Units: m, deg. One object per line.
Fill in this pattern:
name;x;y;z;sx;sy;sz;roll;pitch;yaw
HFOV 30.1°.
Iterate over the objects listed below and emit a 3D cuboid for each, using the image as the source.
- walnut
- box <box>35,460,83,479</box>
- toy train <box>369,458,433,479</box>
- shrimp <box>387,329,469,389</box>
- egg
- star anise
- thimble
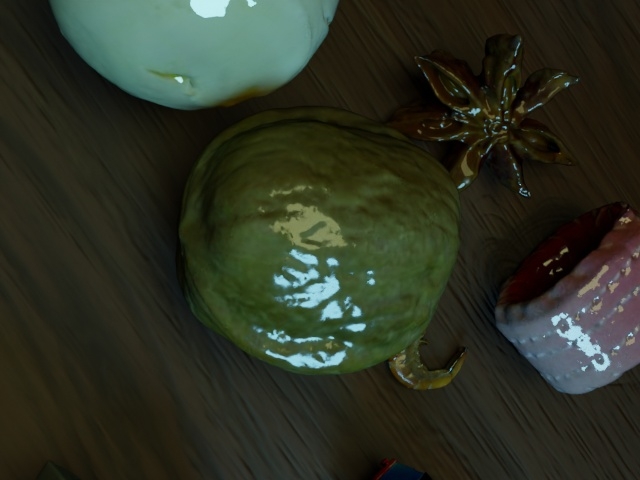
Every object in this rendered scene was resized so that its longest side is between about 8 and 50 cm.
walnut;0.000;0.000;1.120;0.283;0.227;0.283;6;74;-21
box;-0.274;0.328;1.040;0.069;0.164;0.256;36;77;-15
toy train;0.113;0.320;1.193;0.083;0.131;0.204;-42;101;-17
shrimp;0.115;0.095;1.261;0.091;0.025;0.127;5;90;-19
egg;-0.114;-0.298;1.069;0.283;0.283;0.345;6;73;-19
star anise;0.169;-0.129;1.247;0.196;0.111;0.212;-36;131;2
thimble;0.282;0.059;1.248;0.189;0.163;0.125;-42;101;-2
